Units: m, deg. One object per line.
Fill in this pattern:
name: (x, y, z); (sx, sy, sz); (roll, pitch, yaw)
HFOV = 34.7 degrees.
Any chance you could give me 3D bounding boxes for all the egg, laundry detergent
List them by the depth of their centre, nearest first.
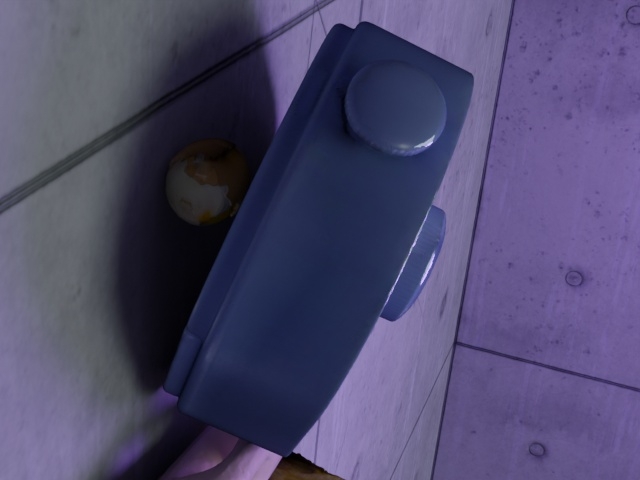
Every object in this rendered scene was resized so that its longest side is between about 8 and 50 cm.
egg: (-0.094, -0.052, 0.872); (0.083, 0.071, 0.071); (-48, 148, -58)
laundry detergent: (-0.102, 0.234, 1.008); (0.159, 0.088, 0.335); (-43, -178, 26)

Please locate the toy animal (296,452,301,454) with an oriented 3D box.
toy animal: (-0.035, 0.368, 1.491); (0.108, 0.062, 0.220); (-62, 171, 19)

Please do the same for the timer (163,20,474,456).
timer: (0.020, -0.014, 0.915); (0.395, 0.173, 0.395); (-63, -178, 5)

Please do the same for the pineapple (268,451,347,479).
pineapple: (-0.069, 0.311, 1.146); (0.237, 0.186, 0.114); (-16, 136, -21)
